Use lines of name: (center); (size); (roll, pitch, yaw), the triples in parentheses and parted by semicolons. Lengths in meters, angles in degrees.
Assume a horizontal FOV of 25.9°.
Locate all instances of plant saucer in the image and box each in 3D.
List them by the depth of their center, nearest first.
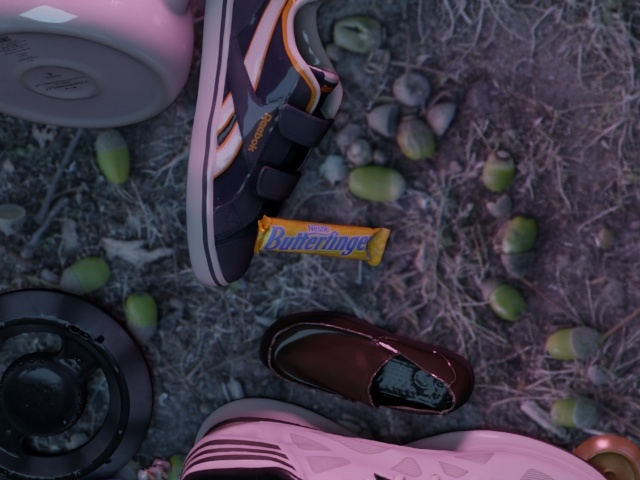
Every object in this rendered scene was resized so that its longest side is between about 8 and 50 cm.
plant saucer: (0.292, 0.239, 1.412); (0.083, 0.015, 0.083); (1, 100, 6)

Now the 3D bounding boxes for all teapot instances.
teapot: (-0.236, -0.229, 1.304); (0.256, 0.252, 0.187); (8, 70, -13)

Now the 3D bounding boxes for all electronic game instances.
electronic game: (-0.288, 0.159, 1.445); (0.229, 0.048, 0.229); (0, 107, 1)

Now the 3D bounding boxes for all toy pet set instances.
toy pet set: (-0.199, 0.287, 1.464); (0.114, 0.065, 0.122); (1, 106, -33)

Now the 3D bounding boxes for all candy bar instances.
candy bar: (0.000, 0.000, 1.358); (0.161, 0.018, 0.040); (6, 108, -38)

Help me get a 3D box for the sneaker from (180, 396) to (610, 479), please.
sneaker: (0.075, 0.279, 1.318); (0.448, 0.257, 0.169); (9, 101, 5)

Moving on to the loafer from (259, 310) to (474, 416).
loafer: (0.046, 0.124, 1.387); (0.220, 0.078, 0.080); (10, 101, 4)

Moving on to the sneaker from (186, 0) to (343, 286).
sneaker: (-0.051, -0.108, 1.335); (0.127, 0.126, 0.321); (7, 99, 11)
